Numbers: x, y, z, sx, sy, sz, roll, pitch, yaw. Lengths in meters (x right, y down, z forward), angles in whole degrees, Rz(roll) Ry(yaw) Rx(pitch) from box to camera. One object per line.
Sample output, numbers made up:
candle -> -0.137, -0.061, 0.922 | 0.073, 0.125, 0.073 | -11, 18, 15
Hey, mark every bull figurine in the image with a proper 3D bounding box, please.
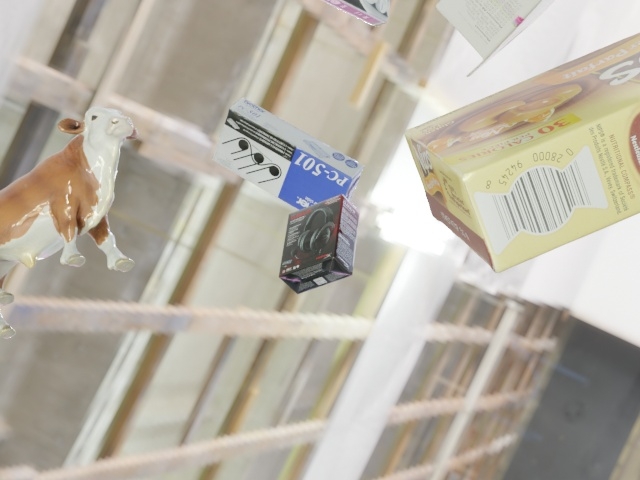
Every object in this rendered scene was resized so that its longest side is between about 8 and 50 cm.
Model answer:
bull figurine -> -0.321, -0.025, 1.812 | 0.310, 0.188, 0.101 | -32, -34, 21

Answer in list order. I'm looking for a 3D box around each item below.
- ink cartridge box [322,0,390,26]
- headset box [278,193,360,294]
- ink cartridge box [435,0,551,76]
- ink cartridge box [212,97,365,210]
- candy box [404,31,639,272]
ink cartridge box -> 0.031, -0.472, 2.429 | 0.208, 0.045, 0.206 | 19, -111, -35
headset box -> 0.000, 0.000, 1.377 | 0.032, 0.062, 0.083 | 43, -140, -37
ink cartridge box -> 0.158, -0.207, 1.165 | 0.104, 0.061, 0.181 | -41, -3, -26
ink cartridge box -> -0.048, -0.111, 2.184 | 0.046, 0.207, 0.097 | -47, -17, -52
candy box -> 0.240, -0.093, 1.179 | 0.183, 0.316, 0.087 | -124, 13, -72
